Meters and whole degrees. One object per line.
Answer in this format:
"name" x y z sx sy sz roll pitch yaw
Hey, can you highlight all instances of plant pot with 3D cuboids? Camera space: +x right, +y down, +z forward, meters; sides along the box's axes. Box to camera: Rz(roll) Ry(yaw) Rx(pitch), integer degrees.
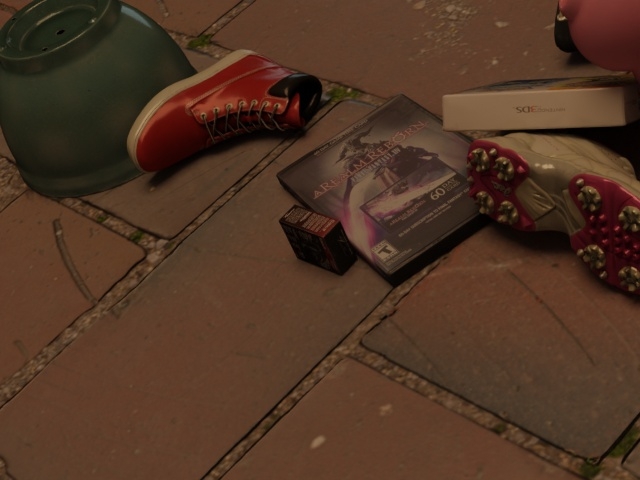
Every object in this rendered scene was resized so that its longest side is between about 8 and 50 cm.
"plant pot" -0.329 -0.230 1.834 0.293 0.196 0.293 -15 38 12

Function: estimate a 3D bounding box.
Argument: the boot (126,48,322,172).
"boot" -0.121 -0.156 1.727 0.244 0.088 0.176 -39 41 -22

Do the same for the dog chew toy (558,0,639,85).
"dog chew toy" 0.404 -0.213 1.336 0.332 0.206 0.206 12 42 -6

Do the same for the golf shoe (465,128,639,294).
"golf shoe" 0.292 -0.046 1.354 0.140 0.115 0.306 -25 41 -32

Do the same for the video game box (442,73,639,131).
"video game box" 0.264 -0.154 1.472 0.205 0.048 0.187 0 13 29

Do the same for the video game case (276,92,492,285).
"video game case" 0.091 -0.068 1.557 0.196 0.026 0.274 -34 40 -11

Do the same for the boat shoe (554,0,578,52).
"boat shoe" 0.353 -0.359 1.667 0.091 0.114 0.302 -6 46 29

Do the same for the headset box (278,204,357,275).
"headset box" 0.000 0.000 1.495 0.083 0.062 0.032 19 56 43
